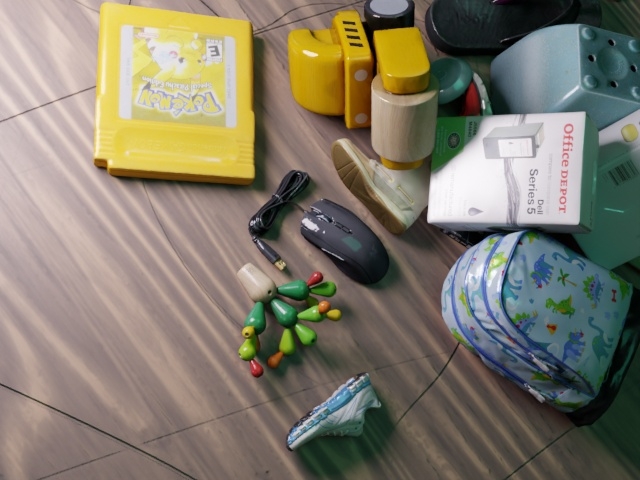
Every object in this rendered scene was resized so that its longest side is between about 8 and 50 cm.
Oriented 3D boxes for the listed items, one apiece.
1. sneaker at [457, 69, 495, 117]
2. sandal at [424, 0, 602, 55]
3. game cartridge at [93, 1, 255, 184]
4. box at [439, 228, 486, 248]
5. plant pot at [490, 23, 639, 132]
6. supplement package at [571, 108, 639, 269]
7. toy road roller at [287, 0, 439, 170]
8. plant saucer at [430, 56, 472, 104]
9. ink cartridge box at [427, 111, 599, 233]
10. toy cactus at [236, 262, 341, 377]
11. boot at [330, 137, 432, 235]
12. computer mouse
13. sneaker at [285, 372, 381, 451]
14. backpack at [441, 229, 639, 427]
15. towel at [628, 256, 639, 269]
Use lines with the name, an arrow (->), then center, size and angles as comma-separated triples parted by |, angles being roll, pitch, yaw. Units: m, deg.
sneaker -> 0.291, -0.220, 1.613 | 0.118, 0.107, 0.279 | -13, 60, 14
sandal -> 0.441, -0.477, 1.739 | 0.446, 0.107, 0.167 | -12, 77, -22
game cartridge -> -0.260, -0.265, 1.474 | 0.285, 0.052, 0.323 | 3, 71, -17
box -> 0.283, -0.026, 1.588 | 0.083, 0.018, 0.067 | 33, 66, -5
plant pot -> 0.510, -0.293, 1.623 | 0.247, 0.252, 0.248 | 10, 70, -15
supplement package -> 0.580, -0.101, 1.516 | 0.204, 0.262, 0.145 | 51, 24, -20
toy road roller -> 0.069, -0.287, 1.480 | 0.241, 0.202, 0.329 | -7, 46, -3
plant saucer -> 0.244, -0.326, 1.630 | 0.119, 0.021, 0.119 | -15, 55, 22
ink cartridge box -> 0.343, -0.118, 1.448 | 0.115, 0.273, 0.198 | 15, 78, -60
toy cactus -> -0.075, 0.113, 1.390 | 0.219, 0.112, 0.180 | -40, 78, -16
boot -> 0.135, -0.135, 1.546 | 0.165, 0.077, 0.213 | -39, 89, -26
computer mouse -> 0.000, 0.000, 1.465 | 0.262, 0.060, 0.184 | 44, 64, 0
sneaker -> 0.028, 0.306, 1.370 | 0.191, 0.071, 0.083 | -33, 90, -24
backpack -> 0.397, 0.129, 1.468 | 0.355, 0.273, 0.290 | 28, 72, 6
towel -> 0.689, -0.096, 1.611 | 0.248, 0.325, 0.038 | 32, 26, -5
